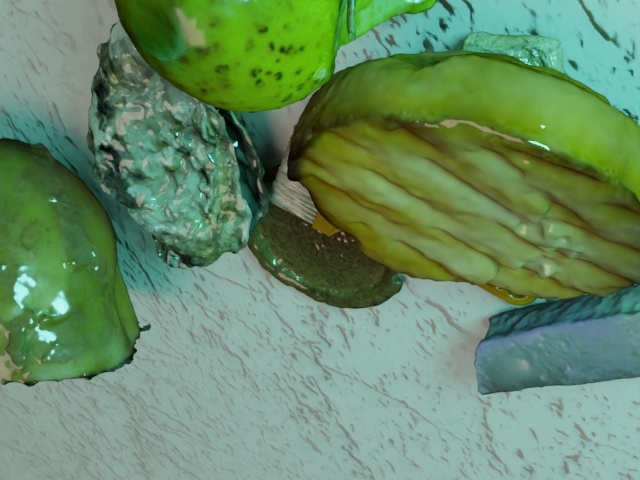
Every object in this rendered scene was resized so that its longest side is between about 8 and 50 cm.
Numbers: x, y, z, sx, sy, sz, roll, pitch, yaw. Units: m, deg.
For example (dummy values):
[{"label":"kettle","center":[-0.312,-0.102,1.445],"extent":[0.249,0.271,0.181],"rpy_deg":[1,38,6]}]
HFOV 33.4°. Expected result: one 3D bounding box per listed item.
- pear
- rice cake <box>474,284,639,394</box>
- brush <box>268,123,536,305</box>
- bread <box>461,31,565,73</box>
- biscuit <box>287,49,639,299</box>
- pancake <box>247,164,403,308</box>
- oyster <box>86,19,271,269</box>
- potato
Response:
[{"label":"pear","center":[-0.031,-0.223,0.712],"extent":[0.164,0.255,0.238],"rpy_deg":[15,130,29]},{"label":"rice cake","center":[0.285,0.069,0.893],"extent":[0.399,0.064,0.070],"rpy_deg":[-18,109,46]},{"label":"brush","center":[0.081,-0.010,0.997],"extent":[0.272,0.013,0.103],"rpy_deg":[28,133,5]},{"label":"bread","center":[0.150,-0.129,0.831],"extent":[0.083,0.035,0.070],"rpy_deg":[17,137,29]},{"label":"biscuit","center":[0.123,-0.049,0.829],"extent":[0.296,0.102,0.296],"rpy_deg":[17,159,7]},{"label":"pancake","center":[0.001,-0.001,1.081],"extent":[0.199,0.021,0.199],"rpy_deg":[20,138,19]},{"label":"oyster","center":[-0.152,-0.096,1.032],"extent":[0.198,0.112,0.267],"rpy_deg":[-8,116,46]},{"label":"potato","center":[-0.343,0.004,1.199],"extent":[0.289,0.301,0.237],"rpy_deg":[2,105,7]}]
